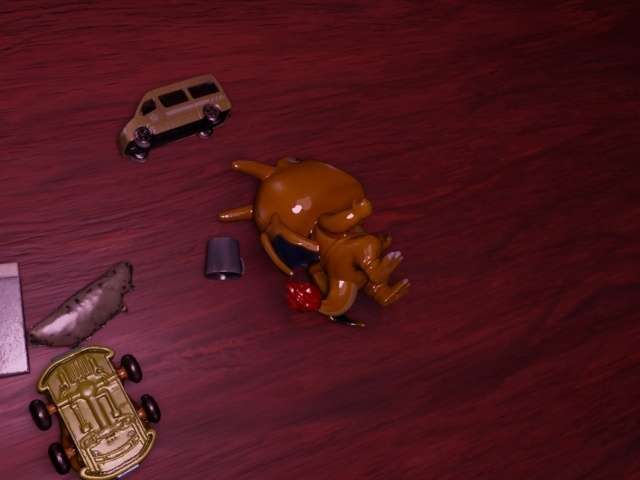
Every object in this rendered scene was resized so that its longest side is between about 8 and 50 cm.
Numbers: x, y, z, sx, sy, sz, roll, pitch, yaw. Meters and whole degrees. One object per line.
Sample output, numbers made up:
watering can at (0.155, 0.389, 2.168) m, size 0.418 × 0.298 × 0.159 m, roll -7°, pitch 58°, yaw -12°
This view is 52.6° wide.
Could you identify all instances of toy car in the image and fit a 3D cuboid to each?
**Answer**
toy car at (-0.414, 0.322, 1.197) m, size 0.200 × 0.142 × 0.248 m, roll -22°, pitch 77°, yaw -26°
toy car at (-0.326, -0.269, 1.400) m, size 0.256 × 0.101 × 0.124 m, roll -25°, pitch 83°, yaw -27°

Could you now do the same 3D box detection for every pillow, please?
pillow at (-0.452, 0.141, 1.273) m, size 0.241 × 0.051 × 0.093 m, roll -41°, pitch 104°, yaw -29°

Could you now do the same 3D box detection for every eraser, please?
eraser at (-0.603, 0.151, 1.211) m, size 0.092 × 0.046 × 0.212 m, roll -6°, pitch 80°, yaw -24°

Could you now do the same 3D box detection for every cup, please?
cup at (-0.201, 0.042, 1.397) m, size 0.100 × 0.078 × 0.077 m, roll 22°, pitch 61°, yaw -53°

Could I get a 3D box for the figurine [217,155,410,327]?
figurine at (-0.008, -0.017, 1.338) m, size 0.268 × 0.401 × 0.387 m, roll -48°, pitch 60°, yaw 9°
